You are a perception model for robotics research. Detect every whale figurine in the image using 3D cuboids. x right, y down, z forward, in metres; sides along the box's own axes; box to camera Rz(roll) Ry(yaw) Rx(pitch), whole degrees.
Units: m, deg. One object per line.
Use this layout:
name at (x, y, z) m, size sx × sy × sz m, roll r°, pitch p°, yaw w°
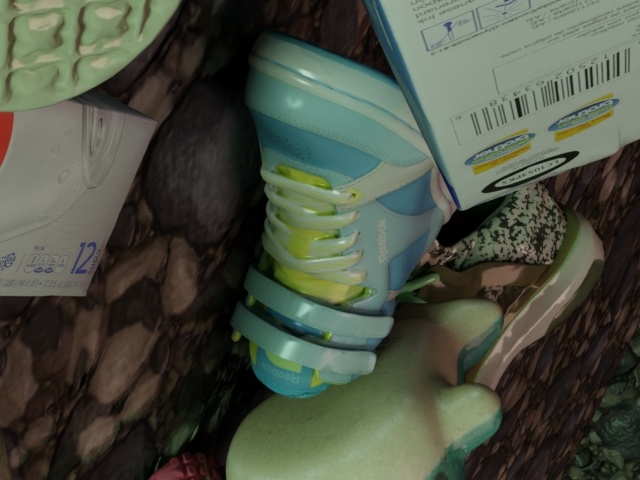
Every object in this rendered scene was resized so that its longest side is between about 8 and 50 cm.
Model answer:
whale figurine at (0.053, 0.149, 1.060) m, size 0.272 × 0.216 × 0.141 m, roll -46°, pitch 117°, yaw -46°

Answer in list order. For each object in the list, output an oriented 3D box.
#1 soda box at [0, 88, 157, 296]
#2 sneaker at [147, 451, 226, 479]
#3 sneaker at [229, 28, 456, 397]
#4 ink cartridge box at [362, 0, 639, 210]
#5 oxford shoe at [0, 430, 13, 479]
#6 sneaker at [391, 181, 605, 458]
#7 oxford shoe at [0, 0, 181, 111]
soda box at (-0.182, -0.038, 0.523) m, size 0.286 × 0.098 × 0.091 m, roll 7°, pitch 108°, yaw -66°
sneaker at (-0.091, 0.284, 1.081) m, size 0.121 × 0.112 × 0.299 m, roll -104°, pitch -177°, yaw -49°
sneaker at (0.000, 0.000, 0.936) m, size 0.208 × 0.127 × 0.319 m, roll -63°, pitch 157°, yaw -5°
ink cartridge box at (0.150, -0.155, 0.685) m, size 0.270 × 0.151 × 0.395 m, roll -21°, pitch 161°, yaw 6°
oxford shoe at (-0.223, 0.123, 0.544) m, size 0.397 × 0.140 × 0.147 m, roll 20°, pitch 71°, yaw -86°
sneaker at (0.084, 0.065, 1.247) m, size 0.410 × 0.158 × 0.182 m, roll -49°, pitch 123°, yaw -28°
oxford shoe at (-0.191, -0.179, 0.329) m, size 0.169 × 0.130 × 0.449 m, roll -37°, pitch 146°, yaw 11°
